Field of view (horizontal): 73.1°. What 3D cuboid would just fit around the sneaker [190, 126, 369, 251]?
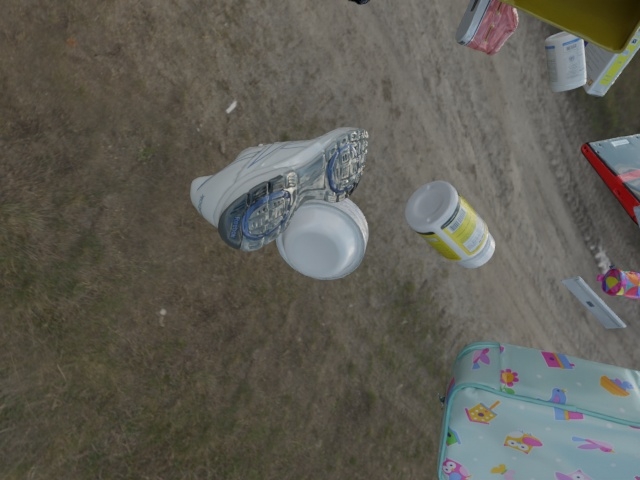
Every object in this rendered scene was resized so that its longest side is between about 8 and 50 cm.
[{"bbox_3d":[-0.044,-0.101,0.595,0.297,0.129,0.111,-30,138,-38],"label":"sneaker"}]

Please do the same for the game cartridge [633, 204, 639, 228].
[{"bbox_3d":[0.658,-0.034,0.846,0.017,0.056,0.083,-41,107,-37],"label":"game cartridge"}]

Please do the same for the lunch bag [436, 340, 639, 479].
[{"bbox_3d":[0.289,0.256,0.557,0.108,0.279,0.224,-54,147,-56],"label":"lunch bag"}]

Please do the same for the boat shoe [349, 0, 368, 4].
[{"bbox_3d":[0.133,-0.830,1.449,0.076,0.080,0.228,56,31,-5],"label":"boat shoe"}]

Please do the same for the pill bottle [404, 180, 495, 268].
[{"bbox_3d":[0.286,-0.027,0.935,0.208,0.119,0.119,36,70,-36],"label":"pill bottle"}]

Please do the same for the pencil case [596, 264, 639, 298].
[{"bbox_3d":[1.068,0.150,1.444,0.236,0.104,0.104,10,85,-4],"label":"pencil case"}]

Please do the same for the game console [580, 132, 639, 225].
[{"bbox_3d":[1.070,-0.206,1.435,0.387,0.060,0.342,-14,64,-30],"label":"game console"}]

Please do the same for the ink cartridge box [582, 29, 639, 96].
[{"bbox_3d":[0.882,-0.654,1.311,0.072,0.307,0.303,13,49,-6],"label":"ink cartridge box"}]

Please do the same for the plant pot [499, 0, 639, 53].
[{"bbox_3d":[0.368,-0.411,0.536,0.187,0.212,0.212,-52,161,0],"label":"plant pot"}]

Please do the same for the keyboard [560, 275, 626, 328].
[{"bbox_3d":[0.939,0.217,1.488,0.256,0.072,0.014,44,68,-7],"label":"keyboard"}]

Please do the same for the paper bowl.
[{"bbox_3d":[0.000,0.000,1.334,0.284,0.284,0.148,63,25,-24],"label":"paper bowl"}]

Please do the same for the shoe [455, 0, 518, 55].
[{"bbox_3d":[0.313,-0.421,0.754,0.081,0.063,0.178,16,114,-16],"label":"shoe"}]

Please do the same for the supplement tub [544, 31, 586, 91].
[{"bbox_3d":[0.511,-0.375,0.900,0.071,0.071,0.107,-39,121,-32],"label":"supplement tub"}]
